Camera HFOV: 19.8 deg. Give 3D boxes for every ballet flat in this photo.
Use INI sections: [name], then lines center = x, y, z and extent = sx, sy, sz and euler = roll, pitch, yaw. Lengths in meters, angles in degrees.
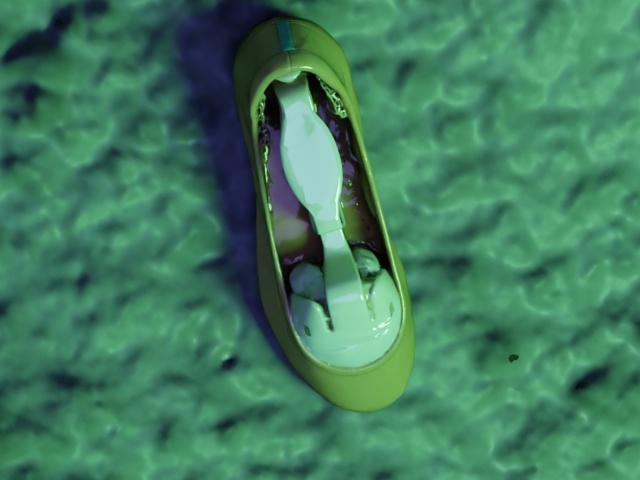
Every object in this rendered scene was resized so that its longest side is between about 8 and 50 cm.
[ballet flat]
center = 0.000, 0.000, 0.958
extent = 0.080, 0.073, 0.232
euler = -17, 111, 0
